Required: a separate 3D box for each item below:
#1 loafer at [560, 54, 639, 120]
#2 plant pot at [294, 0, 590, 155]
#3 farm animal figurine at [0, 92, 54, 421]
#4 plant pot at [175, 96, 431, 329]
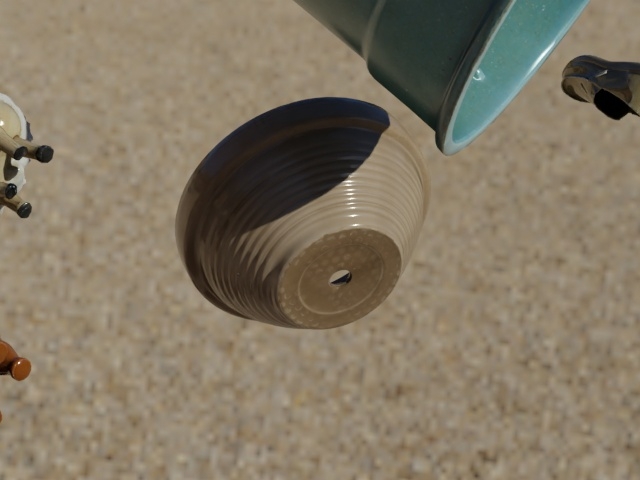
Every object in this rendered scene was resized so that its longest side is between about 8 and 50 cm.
[{"bbox_3d":[0.285,-0.151,1.911,0.056,0.050,0.148,39,-15,-24],"label":"loafer"},{"bbox_3d":[0.056,-0.293,1.420,0.334,0.341,0.341,35,22,10],"label":"plant pot"},{"bbox_3d":[-0.389,0.032,1.471,0.172,0.326,0.330,21,14,39],"label":"farm animal figurine"},{"bbox_3d":[0.000,0.000,1.682,0.237,0.237,0.110,-2,40,-27],"label":"plant pot"}]
